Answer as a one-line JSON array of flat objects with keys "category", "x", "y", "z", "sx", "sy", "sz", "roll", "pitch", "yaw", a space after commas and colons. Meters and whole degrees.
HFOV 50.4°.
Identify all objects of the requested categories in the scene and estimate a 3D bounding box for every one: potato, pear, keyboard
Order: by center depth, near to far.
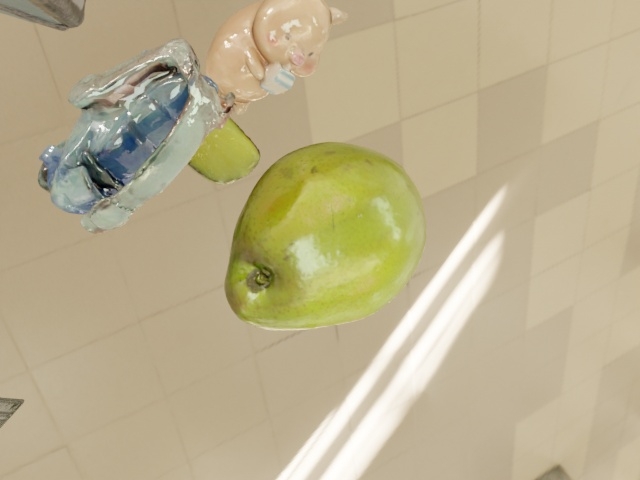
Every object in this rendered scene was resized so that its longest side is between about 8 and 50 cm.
[{"category": "pear", "x": 0.000, "y": 0.000, "z": 0.680, "sx": 0.220, "sy": 0.187, "sz": 0.187, "roll": -25, "pitch": 129, "yaw": -29}, {"category": "keyboard", "x": -0.774, "y": 0.366, "z": 1.444, "sx": 0.103, "sy": 0.041, "sz": 0.381, "roll": -48, "pitch": 166, "yaw": -4}, {"category": "potato", "x": -0.286, "y": -0.238, "z": 1.675, "sx": 0.272, "sy": 0.111, "sz": 0.160, "roll": 43, "pitch": 72, "yaw": -3}]

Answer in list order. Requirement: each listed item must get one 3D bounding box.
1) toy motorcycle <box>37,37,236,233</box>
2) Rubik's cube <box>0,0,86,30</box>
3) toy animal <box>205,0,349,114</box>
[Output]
[{"category": "toy motorcycle", "x": -0.286, "y": -0.153, "z": 0.973, "sx": 0.319, "sy": 0.241, "sz": 0.182, "roll": -41, "pitch": 108, "yaw": 5}, {"category": "Rubik's cube", "x": -0.260, "y": -0.297, "z": 0.420, "sx": 0.259, "sy": 0.260, "sz": 0.254, "roll": 16, "pitch": 98, "yaw": -10}, {"category": "toy animal", "x": -0.101, "y": -0.395, "z": 1.371, "sx": 0.195, "sy": 0.256, "sz": 0.212, "roll": 29, "pitch": 56, "yaw": -51}]
